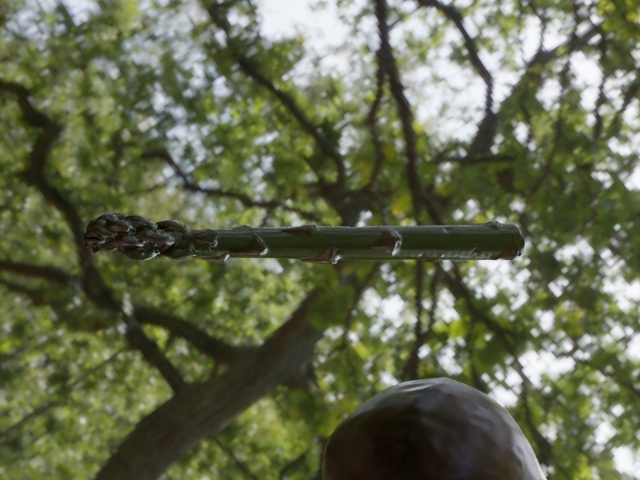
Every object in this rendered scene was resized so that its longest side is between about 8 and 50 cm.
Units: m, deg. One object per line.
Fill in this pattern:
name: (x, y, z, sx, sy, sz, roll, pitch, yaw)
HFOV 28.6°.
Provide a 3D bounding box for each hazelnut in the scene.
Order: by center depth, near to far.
hazelnut: (0.098, 0.220, 1.019, 0.217, 0.217, 0.251, 60, 10, -12)

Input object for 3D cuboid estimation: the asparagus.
asparagus: (0.000, 0.000, 0.605, 0.024, 0.248, 0.025, 39, -59, 51)
